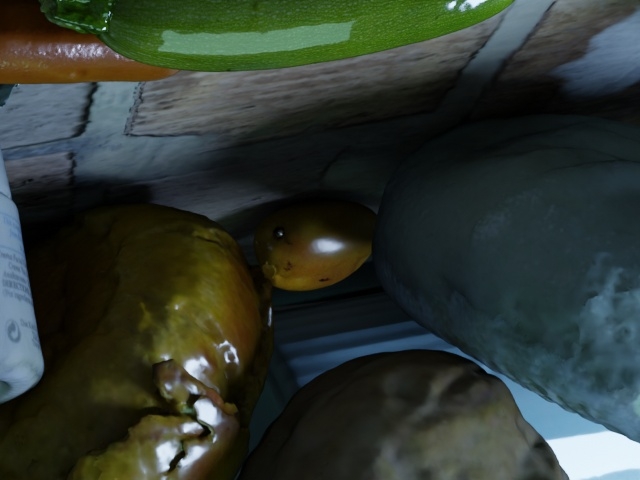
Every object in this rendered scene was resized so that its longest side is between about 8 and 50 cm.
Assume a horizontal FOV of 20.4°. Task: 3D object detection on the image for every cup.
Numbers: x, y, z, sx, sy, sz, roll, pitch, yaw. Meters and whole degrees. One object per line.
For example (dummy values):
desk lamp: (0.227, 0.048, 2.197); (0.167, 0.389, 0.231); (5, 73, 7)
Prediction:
cup: (0.069, 0.133, 1.483); (0.311, 0.331, 0.257); (-8, 158, -26)

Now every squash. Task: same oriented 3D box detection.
squash: (-0.012, -0.119, 0.876); (0.252, 0.066, 0.066); (-9, 166, -13)

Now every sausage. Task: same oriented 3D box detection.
sausage: (-0.122, -0.100, 0.894); (0.131, 0.041, 0.039); (-5, 143, -35)

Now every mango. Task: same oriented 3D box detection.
mango: (0.000, 0.000, 1.404); (0.114, 0.060, 0.080); (0, 146, -39)

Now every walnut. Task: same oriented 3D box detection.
walnut: (0.057, 0.210, 1.194); (0.273, 0.273, 0.227); (-6, 153, -29)

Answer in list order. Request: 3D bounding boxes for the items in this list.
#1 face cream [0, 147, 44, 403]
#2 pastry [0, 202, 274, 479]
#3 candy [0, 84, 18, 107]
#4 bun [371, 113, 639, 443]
face cream: (-0.261, 0.028, 1.051); (0.177, 0.153, 0.177); (-13, 166, -3)
pastry: (-0.184, 0.114, 1.221); (0.356, 0.356, 0.164); (-23, 127, 34)
candy: (-0.247, -0.056, 0.958); (0.175, 0.045, 0.043); (-11, 133, -5)
bun: (0.202, 0.019, 1.252); (0.354, 0.194, 0.354); (26, -176, -2)
